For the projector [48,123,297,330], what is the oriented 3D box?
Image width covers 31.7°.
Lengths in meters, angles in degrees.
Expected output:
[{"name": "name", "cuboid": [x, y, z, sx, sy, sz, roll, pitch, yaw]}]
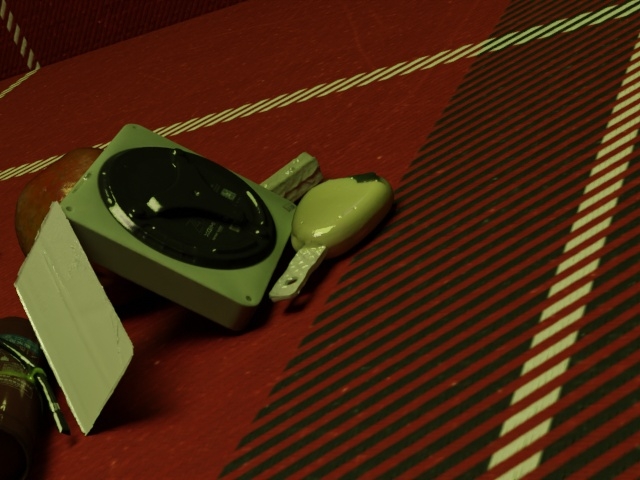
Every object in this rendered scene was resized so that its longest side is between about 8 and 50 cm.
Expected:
[{"name": "projector", "cuboid": [-0.168, -0.030, 1.397, 0.079, 0.259, 0.257, -61, 5, 32]}]

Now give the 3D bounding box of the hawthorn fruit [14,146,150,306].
[{"name": "hawthorn fruit", "cuboid": [-0.291, -0.006, 1.509, 0.211, 0.210, 0.262, -32, 31, -16]}]

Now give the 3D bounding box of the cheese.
[{"name": "cheese", "cuboid": [0.000, 0.000, 1.395, 0.127, 0.054, 0.251, -9, 29, 32]}]

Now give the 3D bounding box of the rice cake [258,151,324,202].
[{"name": "rice cake", "cuboid": [-0.093, -0.041, 1.578, 0.256, 0.052, 0.057, -38, -3, -29]}]

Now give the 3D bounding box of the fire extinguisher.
[{"name": "fire extinguisher", "cuboid": [-0.359, 0.170, 1.337, 0.142, 0.105, 0.341, 5, 21, -10]}]

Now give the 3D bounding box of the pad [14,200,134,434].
[{"name": "pad", "cuboid": [-0.282, 0.085, 1.268, 0.004, 0.156, 0.232, -4, 49, -41]}]
